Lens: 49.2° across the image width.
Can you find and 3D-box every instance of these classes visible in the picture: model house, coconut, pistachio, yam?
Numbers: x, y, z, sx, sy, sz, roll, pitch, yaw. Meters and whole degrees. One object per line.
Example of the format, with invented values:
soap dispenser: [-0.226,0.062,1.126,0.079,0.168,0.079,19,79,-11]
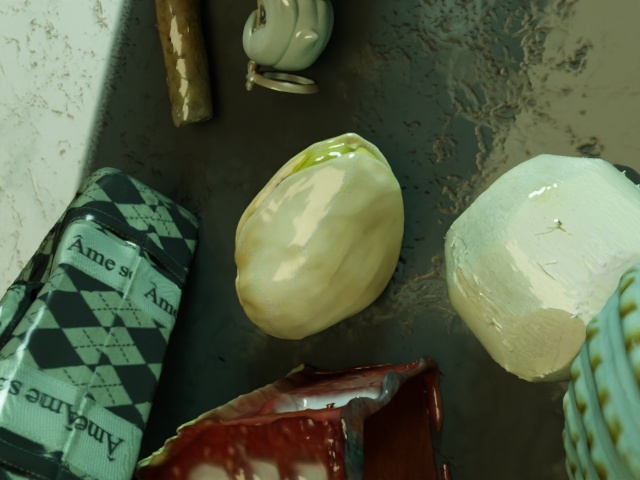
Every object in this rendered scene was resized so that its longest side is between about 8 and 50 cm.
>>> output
model house: [-0.030,0.205,0.630,0.253,0.196,0.160,-12,90,30]
coconut: [0.181,0.030,0.516,0.161,0.161,0.162,-46,64,24]
pistachio: [0.000,0.000,0.649,0.145,0.117,0.201,30,103,-16]
yam: [-0.151,-0.240,0.743,0.056,0.056,0.241,-5,93,29]

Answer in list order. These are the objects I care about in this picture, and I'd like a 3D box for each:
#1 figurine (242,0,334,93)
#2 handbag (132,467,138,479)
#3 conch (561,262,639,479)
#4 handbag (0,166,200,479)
figurine: [-0.020,-0.208,0.648,0.132,0.132,0.154,26,118,25]
handbag: [-0.164,0.359,0.722,0.181,0.181,0.255,-23,82,30]
conch: [0.285,0.134,0.352,0.302,0.215,0.319,23,109,8]
handbag: [-0.291,0.161,0.680,0.316,0.416,0.180,-33,122,32]
